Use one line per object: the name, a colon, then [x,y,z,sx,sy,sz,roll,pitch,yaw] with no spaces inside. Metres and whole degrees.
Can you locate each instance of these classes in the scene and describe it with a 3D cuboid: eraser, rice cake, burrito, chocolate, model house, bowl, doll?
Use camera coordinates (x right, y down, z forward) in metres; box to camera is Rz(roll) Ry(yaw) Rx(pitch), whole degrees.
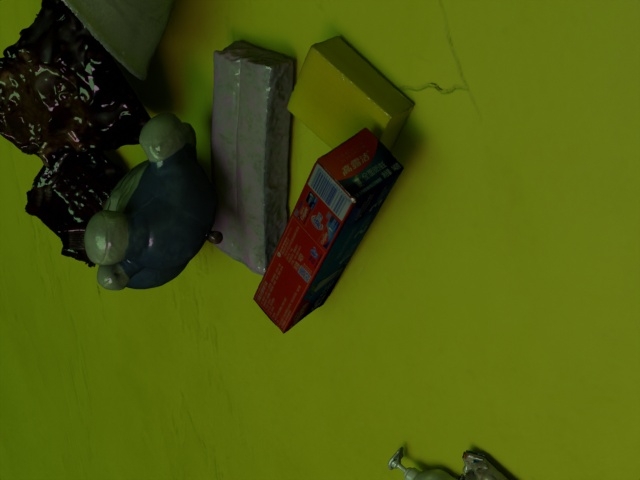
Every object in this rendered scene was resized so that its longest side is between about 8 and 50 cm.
eraser: [0.030,-0.143,1.183,0.122,0.045,0.097,45,138,17]
rice cake: [-0.084,-0.096,1.329,0.106,0.050,0.298,29,132,33]
burrito: [0.224,0.308,1.259,0.171,0.042,0.051,35,134,22]
chocolate: [-0.334,-0.186,1.373,0.224,0.177,0.206,56,176,3]
model house: [-0.335,-0.049,1.589,0.164,0.141,0.203,39,161,-5]
bowl: [-0.250,-0.347,1.249,0.313,0.146,0.313,50,-175,-6]
doll: [-0.212,-0.034,1.386,0.154,0.228,0.258,27,168,-17]

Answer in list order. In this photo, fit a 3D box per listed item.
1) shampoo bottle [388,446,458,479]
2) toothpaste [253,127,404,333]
shampoo bottle: [0.143,0.312,1.341,0.152,0.045,0.077,31,135,28]
toothpaste: [0.001,-0.001,1.235,0.066,0.076,0.320,48,149,12]
